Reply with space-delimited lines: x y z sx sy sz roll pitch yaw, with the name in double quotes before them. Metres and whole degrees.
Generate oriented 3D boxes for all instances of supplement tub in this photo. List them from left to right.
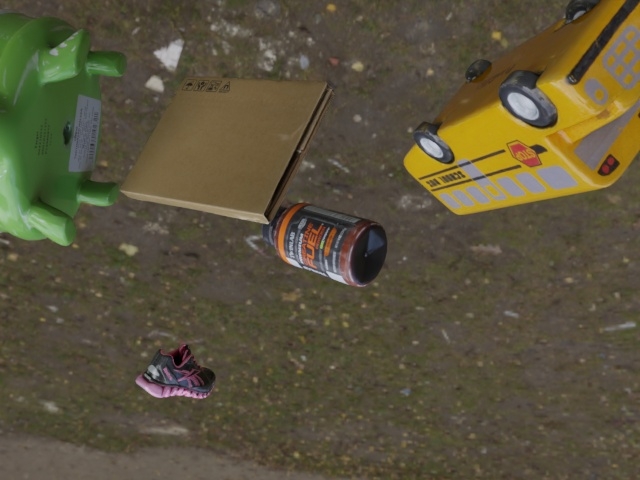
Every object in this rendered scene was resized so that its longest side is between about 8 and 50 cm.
"supplement tub" 0.000 0.000 1.079 0.198 0.106 0.106 16 157 37

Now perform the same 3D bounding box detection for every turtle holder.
"turtle holder" -0.352 -0.108 0.703 0.227 0.320 0.243 9 126 -1

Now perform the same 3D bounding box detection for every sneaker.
"sneaker" -0.154 0.147 0.779 0.047 0.057 0.119 24 -179 28

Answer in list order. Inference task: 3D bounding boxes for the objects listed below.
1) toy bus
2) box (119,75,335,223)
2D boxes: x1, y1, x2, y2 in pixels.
"toy bus" 0.190 -0.109 0.646 0.130 0.108 0.333 42 168 -9
"box" -0.102 -0.103 0.721 0.201 0.164 0.021 11 156 32
